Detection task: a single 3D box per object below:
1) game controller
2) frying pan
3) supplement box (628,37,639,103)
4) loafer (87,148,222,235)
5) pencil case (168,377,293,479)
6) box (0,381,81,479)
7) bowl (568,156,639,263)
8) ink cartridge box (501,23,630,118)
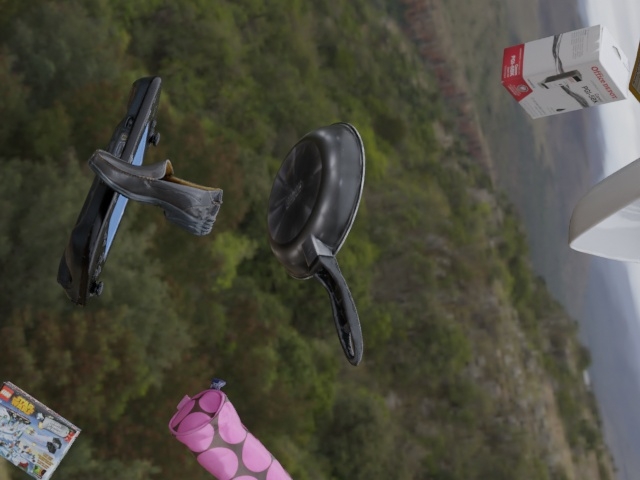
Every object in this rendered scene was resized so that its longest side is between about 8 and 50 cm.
[{"bbox_3d":[-0.270,-0.071,1.408,0.166,0.067,0.319,128,-20,-52],"label":"game controller"},{"bbox_3d":[-0.015,0.007,1.248,0.053,0.197,0.326,18,63,-27],"label":"frying pan"},{"bbox_3d":[0.671,-0.281,1.776,0.356,0.195,0.194,-90,-175,-63],"label":"supplement box"},{"bbox_3d":[-0.196,-0.072,1.277,0.061,0.170,0.062,-61,-175,16],"label":"loafer"},{"bbox_3d":[-0.103,0.282,1.351,0.095,0.098,0.209,-44,114,-26],"label":"pencil case"},{"bbox_3d":[-0.444,0.289,1.600,0.094,0.137,0.027,-56,176,-5],"label":"box"},{"bbox_3d":[0.302,-0.032,0.927,0.142,0.142,0.053,10,62,-27],"label":"bowl"},{"bbox_3d":[0.314,-0.214,1.358,0.099,0.135,0.056,35,55,-45],"label":"ink cartridge box"}]
